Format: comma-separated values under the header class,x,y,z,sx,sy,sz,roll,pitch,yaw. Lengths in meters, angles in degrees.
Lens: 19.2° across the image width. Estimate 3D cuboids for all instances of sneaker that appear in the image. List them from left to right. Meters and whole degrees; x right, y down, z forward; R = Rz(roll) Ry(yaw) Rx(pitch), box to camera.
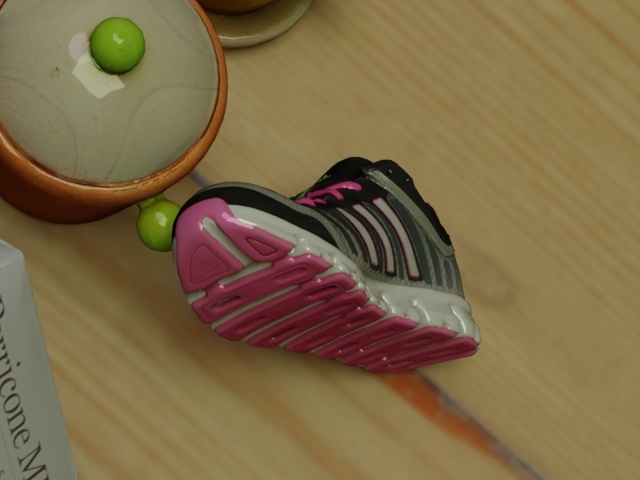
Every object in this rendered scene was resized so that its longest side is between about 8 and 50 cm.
class,x,y,z,sx,sy,sz,roll,pitch,yaw
sneaker,0.000,0.000,0.723,0.170,0.063,0.075,21,52,-50

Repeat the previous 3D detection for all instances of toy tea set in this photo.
class,x,y,z,sx,sy,sz,roll,pitch,yaw
toy tea set,-0.144,-0.144,0.705,0.336,0.124,0.200,29,70,-9

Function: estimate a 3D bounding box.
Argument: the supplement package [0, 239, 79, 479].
class,x,y,z,sx,sy,sz,roll,pitch,yaw
supplement package,-0.197,0.092,0.497,0.244,0.134,0.139,-35,131,-33
